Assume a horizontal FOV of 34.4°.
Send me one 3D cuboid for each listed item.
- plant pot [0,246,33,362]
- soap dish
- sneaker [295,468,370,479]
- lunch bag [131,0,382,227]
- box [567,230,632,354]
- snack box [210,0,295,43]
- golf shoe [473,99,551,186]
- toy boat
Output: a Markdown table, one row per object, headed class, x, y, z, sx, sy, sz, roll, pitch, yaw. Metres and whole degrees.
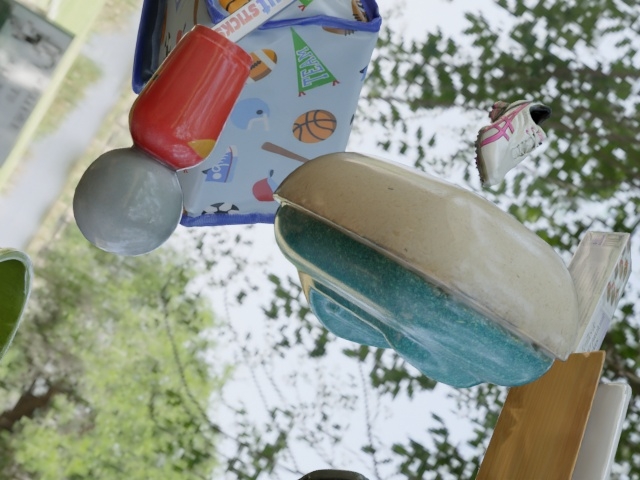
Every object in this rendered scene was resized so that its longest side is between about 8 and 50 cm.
| class | x | y | z | sx | sy | sz | roll | pitch | yaw |
| --- | --- | --- | --- | --- | --- | --- | --- | --- | --- |
| plant pot | -0.515 | 0.072 | 0.930 | 0.366 | 0.353 | 0.366 | -58 | 178 | -3 |
| soap dish | 0.213 | 0.274 | 1.041 | 0.290 | 0.118 | 0.229 | 88 | 24 | -45 |
| sneaker | -0.033 | 0.383 | 1.380 | 0.228 | 0.087 | 0.130 | -19 | -144 | 21 |
| lunch bag | -0.102 | -0.259 | 1.285 | 0.327 | 0.239 | 0.385 | 109 | -26 | -45 |
| box | 0.333 | 0.087 | 1.318 | 0.067 | 0.063 | 0.324 | 3 | -151 | 27 |
| snack box | -0.050 | -0.189 | 0.852 | 0.178 | 0.022 | 0.064 | -44 | -167 | -35 |
| golf shoe | 0.269 | -0.143 | 1.452 | 0.086 | 0.067 | 0.186 | -3 | -142 | 30 |
| toy boat | 0.000 | 0.000 | 0.688 | 0.148 | 0.318 | 0.267 | -59 | -155 | -1 |
